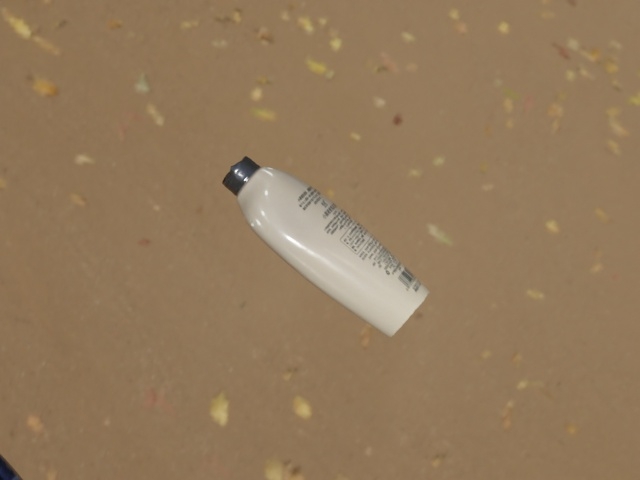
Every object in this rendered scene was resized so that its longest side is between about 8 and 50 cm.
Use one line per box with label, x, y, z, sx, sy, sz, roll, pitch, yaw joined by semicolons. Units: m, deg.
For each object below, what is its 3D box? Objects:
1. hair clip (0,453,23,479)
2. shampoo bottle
hair clip;-0.309;0.314;1.330;0.083;0.275;0.048;1;35;13
shampoo bottle;0.000;0.000;1.376;0.257;0.078;0.127;41;30;1
